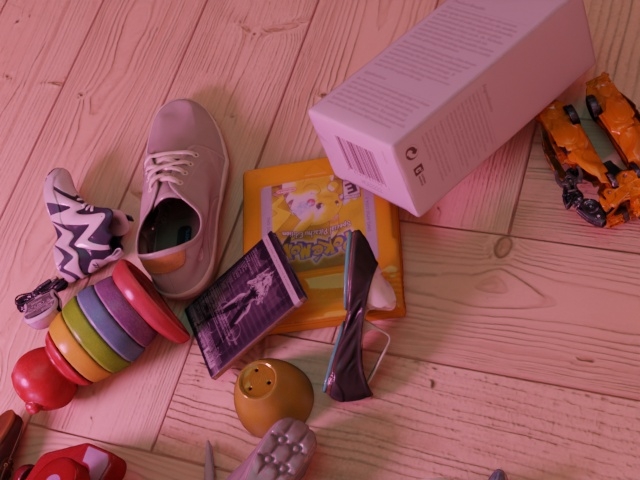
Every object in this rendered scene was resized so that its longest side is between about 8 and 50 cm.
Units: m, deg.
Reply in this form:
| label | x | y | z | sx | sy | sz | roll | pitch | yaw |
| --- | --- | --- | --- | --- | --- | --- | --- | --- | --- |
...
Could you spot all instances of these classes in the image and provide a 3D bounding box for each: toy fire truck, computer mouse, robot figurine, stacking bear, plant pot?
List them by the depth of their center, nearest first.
| label | x | y | z | sx | sy | sz | roll | pitch | yaw |
| --- | --- | --- | --- | --- | --- | --- | --- | --- | --- |
| toy fire truck | -0.449 | 0.457 | 1.731 | 0.254 | 0.169 | 0.302 | 9 | 62 | 42 |
| plant pot | -0.088 | 0.245 | 1.767 | 0.134 | 0.095 | 0.134 | -8 | 60 | 13 |
| robot figurine | 0.482 | -0.143 | 1.823 | 0.211 | 0.085 | 0.291 | -23 | 57 | 4 |
| stacking bear | -0.402 | 0.180 | 1.871 | 0.289 | 0.164 | 0.175 | -40 | 58 | -2 |
| computer mouse | -0.500 | 0.123 | 1.951 | 0.106 | 0.042 | 0.193 | -28 | 21 | -6 |

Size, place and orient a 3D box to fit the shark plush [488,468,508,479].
| label | x | y | z | sx | sy | sz | roll | pitch | yaw |
| --- | --- | --- | --- | --- | --- | --- | --- | --- | --- |
| shark plush | 0.229 | 0.412 | 1.592 | 0.073 | 0.067 | 0.161 | 35 | 76 | 30 |

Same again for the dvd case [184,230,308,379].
| label | x | y | z | sx | sy | sz | roll | pitch | yaw |
| --- | --- | --- | --- | --- | --- | --- | --- | --- | --- |
| dvd case | -0.130 | 0.109 | 1.850 | 0.221 | 0.018 | 0.164 | -42 | 48 | 16 |

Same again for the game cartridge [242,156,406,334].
| label | x | y | z | sx | sy | sz | roll | pitch | yaw |
| --- | --- | --- | --- | --- | --- | --- | --- | --- | --- |
| game cartridge | 0.000 | 0.000 | 1.907 | 0.285 | 0.052 | 0.323 | -9 | 59 | 12 |

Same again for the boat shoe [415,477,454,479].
| label | x | y | z | sx | sy | sz | roll | pitch | yaw |
| --- | --- | --- | --- | --- | --- | --- | --- | --- | --- |
| boat shoe | 0.067 | 0.437 | 1.608 | 0.305 | 0.109 | 0.091 | -23 | 58 | 10 |

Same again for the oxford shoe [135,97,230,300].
| label | x | y | z | sx | sy | sz | roll | pitch | yaw |
| --- | --- | --- | --- | --- | --- | --- | --- | --- | --- |
| oxford shoe | -0.262 | -0.104 | 1.997 | 0.169 | 0.130 | 0.449 | -13 | 53 | 15 |

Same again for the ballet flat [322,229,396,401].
| label | x | y | z | sx | sy | sz | roll | pitch | yaw |
| --- | --- | --- | --- | --- | --- | --- | --- | --- | --- |
| ballet flat | 0.071 | 0.125 | 1.759 | 0.096 | 0.095 | 0.280 | 9 | 94 | 5 |

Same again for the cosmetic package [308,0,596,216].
| label | x | y | z | sx | sy | sz | roll | pitch | yaw |
| --- | --- | --- | --- | --- | --- | --- | --- | --- | --- |
| cosmetic package | 0.230 | -0.265 | 1.858 | 0.453 | 0.161 | 0.230 | -40 | 41 | -17 |

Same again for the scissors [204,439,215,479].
| label | x | y | z | sx | sy | sz | roll | pitch | yaw |
| --- | --- | --- | --- | --- | --- | --- | --- | --- | --- |
| scissors | -0.180 | 0.463 | 1.714 | 0.109 | 0.021 | 0.297 | -26 | 59 | 4 |

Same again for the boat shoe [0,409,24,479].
| label | x | y | z | sx | sy | sz | roll | pitch | yaw |
| --- | --- | --- | --- | --- | --- | --- | --- | --- | --- |
| boat shoe | -0.562 | 0.389 | 1.844 | 0.073 | 0.073 | 0.207 | -15 | 39 | 45 |

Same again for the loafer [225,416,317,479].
| label | x | y | z | sx | sy | sz | roll | pitch | yaw |
| --- | --- | --- | --- | --- | --- | --- | --- | --- | --- |
| loafer | -0.116 | 0.415 | 1.665 | 0.112 | 0.111 | 0.319 | 37 | 69 | 14 |

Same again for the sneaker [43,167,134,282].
| label | x | y | z | sx | sy | sz | roll | pitch | yaw |
| --- | --- | --- | --- | --- | --- | --- | --- | --- | --- |
| sneaker | -0.428 | -0.048 | 2.040 | 0.153 | 0.094 | 0.235 | -17 | 58 | 5 |
